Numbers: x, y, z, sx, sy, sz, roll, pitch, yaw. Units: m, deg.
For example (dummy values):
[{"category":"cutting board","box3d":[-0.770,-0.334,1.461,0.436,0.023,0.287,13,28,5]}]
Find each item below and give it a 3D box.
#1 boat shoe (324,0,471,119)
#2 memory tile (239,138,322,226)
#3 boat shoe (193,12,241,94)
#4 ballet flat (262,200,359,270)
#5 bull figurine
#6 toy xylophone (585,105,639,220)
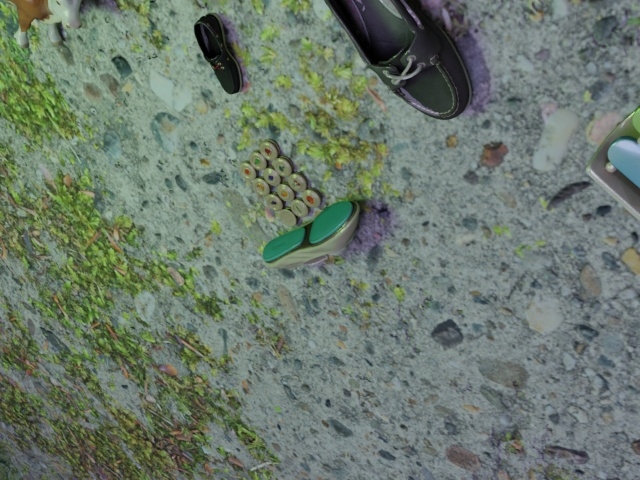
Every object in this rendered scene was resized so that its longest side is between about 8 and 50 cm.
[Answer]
[{"category":"boat shoe","box3d":[0.072,-0.284,0.912,0.112,0.095,0.335,-26,106,44]},{"category":"memory tile","box3d":[-0.072,-0.098,1.222,0.148,0.012,0.113,48,136,-7]},{"category":"boat shoe","box3d":[-0.165,-0.293,1.114,0.048,0.042,0.133,2,125,32]},{"category":"ballet flat","box3d":[0.000,0.000,1.212,0.248,0.086,0.086,-23,108,45]},{"category":"bull figurine","box3d":[-0.523,-0.440,1.205,0.310,0.101,0.188,38,138,4]},{"category":"toy xylophone","box3d":[0.472,-0.130,0.763,0.236,0.081,0.323,35,136,6]}]
